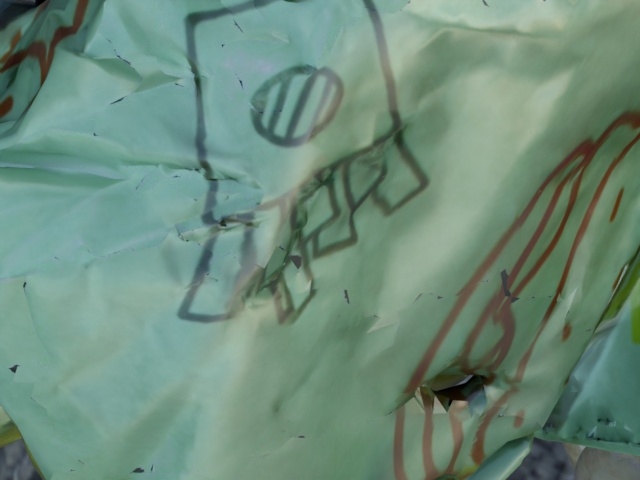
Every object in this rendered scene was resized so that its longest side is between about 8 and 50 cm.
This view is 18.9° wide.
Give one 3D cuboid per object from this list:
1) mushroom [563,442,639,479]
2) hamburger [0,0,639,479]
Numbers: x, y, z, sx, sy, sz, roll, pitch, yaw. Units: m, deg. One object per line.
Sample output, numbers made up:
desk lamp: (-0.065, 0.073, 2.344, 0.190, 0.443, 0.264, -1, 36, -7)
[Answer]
mushroom: (0.163, 0.075, 0.780, 0.127, 0.166, 0.166, -29, 95, -34)
hamburger: (0.001, 0.007, 0.455, 0.276, 0.260, 0.150, -39, 66, 20)
